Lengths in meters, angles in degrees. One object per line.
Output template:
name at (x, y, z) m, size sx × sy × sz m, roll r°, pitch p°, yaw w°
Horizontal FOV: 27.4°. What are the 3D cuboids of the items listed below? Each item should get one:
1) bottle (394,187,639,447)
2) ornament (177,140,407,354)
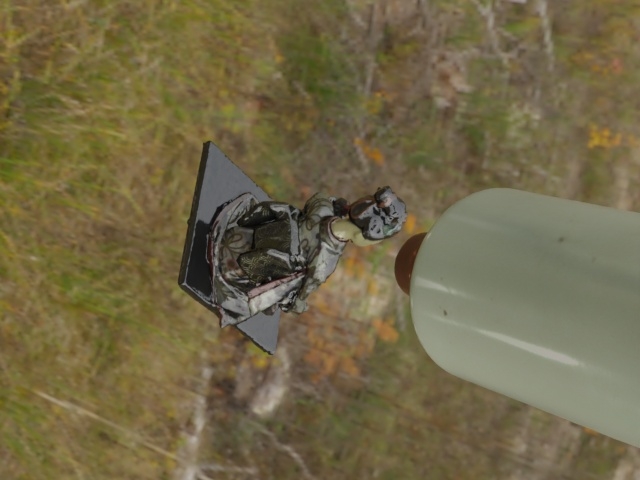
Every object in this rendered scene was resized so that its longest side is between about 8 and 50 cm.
bottle at (0.121, 0.033, 0.634) m, size 0.104 × 0.245 × 0.104 m, roll -7°, pitch 103°, yaw -32°
ornament at (0.000, 0.000, 1.173) m, size 0.153 × 0.196 × 0.166 m, roll 41°, pitch 48°, yaw -46°
